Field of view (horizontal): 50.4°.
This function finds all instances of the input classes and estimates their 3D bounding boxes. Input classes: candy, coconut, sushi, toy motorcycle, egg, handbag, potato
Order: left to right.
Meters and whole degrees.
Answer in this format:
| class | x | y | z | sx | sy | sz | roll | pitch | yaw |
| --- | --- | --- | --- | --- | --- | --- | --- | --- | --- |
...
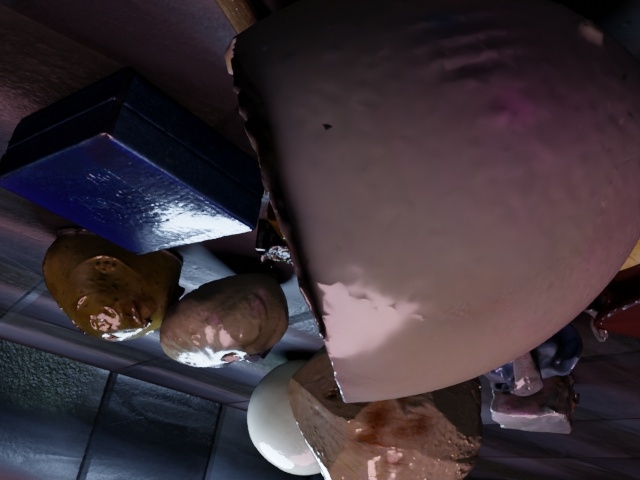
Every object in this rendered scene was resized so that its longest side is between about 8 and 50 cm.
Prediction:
| class | x | y | z | sx | sy | sz | roll | pitch | yaw |
| --- | --- | --- | --- | --- | --- | --- | --- | --- | --- |
| potato | -0.444 | 0.106 | 1.384 | 0.300 | 0.196 | 0.246 | -3 | 151 | 32 |
| sushi | -0.065 | 0.009 | 1.169 | 0.083 | 0.056 | 0.084 | 2 | 154 | 2 |
| coconut | 0.128 | 0.351 | 1.438 | 0.416 | 0.415 | 0.344 | 15 | 135 | -9 |
| egg | 0.124 | -0.065 | 0.605 | 0.340 | 0.354 | 0.354 | -18 | 154 | -1 |
| toy motorcycle | 0.377 | 0.185 | 1.200 | 0.241 | 0.181 | 0.319 | -5 | 150 | 32 |
| candy | 0.514 | 0.382 | 1.634 | 0.195 | 0.137 | 0.185 | -2 | 153 | 23 |
| handbag | 0.588 | 0.092 | 1.024 | 0.260 | 0.084 | 0.275 | 15 | 155 | -8 |

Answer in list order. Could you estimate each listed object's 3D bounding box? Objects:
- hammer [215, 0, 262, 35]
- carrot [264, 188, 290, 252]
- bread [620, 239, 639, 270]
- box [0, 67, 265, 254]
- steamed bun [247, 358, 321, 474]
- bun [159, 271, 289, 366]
| class | x | y | z | sx | sy | sz | roll | pitch | yaw |
| --- | --- | --- | --- | --- | --- | --- | --- | --- | --- |
| hammer | -0.092 | -0.241 | 0.652 | 0.111 | 0.043 | 0.365 | 1 | 152 | 25 |
| carrot | 0.000 | 0.000 | 1.045 | 0.114 | 0.114 | 0.301 | 1 | 151 | 22 |
| bread | 0.341 | -0.061 | 0.746 | 0.173 | 0.121 | 0.311 | 22 | 154 | -16 |
| box | -0.266 | -0.091 | 0.969 | 0.279 | 0.116 | 0.261 | -11 | 147 | 38 |
| steamed bun | -0.048 | 0.489 | 1.893 | 0.325 | 0.323 | 0.206 | 2 | 171 | 20 |
| bun | -0.183 | 0.170 | 1.360 | 0.273 | 0.168 | 0.273 | -18 | 161 | -7 |
